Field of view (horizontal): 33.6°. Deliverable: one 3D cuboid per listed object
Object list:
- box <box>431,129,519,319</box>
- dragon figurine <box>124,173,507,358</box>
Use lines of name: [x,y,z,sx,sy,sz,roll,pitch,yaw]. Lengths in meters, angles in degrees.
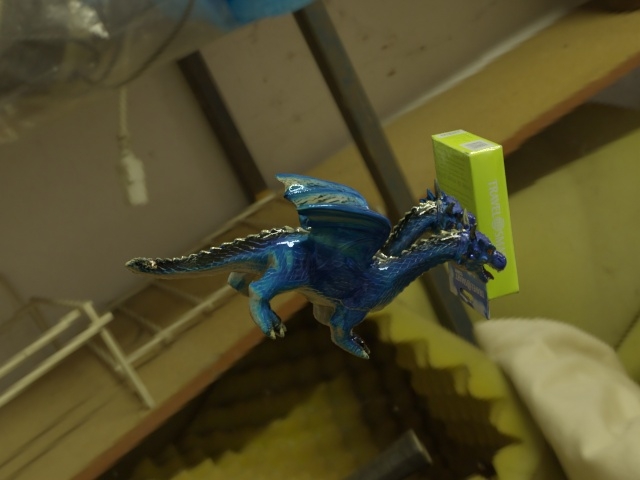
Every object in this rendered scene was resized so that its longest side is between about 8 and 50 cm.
box: [0.161,-0.019,1.109,0.042,0.178,0.109,-14,18,-12]
dragon figurine: [0.000,0.000,0.811,0.144,0.289,0.085,-66,23,14]
